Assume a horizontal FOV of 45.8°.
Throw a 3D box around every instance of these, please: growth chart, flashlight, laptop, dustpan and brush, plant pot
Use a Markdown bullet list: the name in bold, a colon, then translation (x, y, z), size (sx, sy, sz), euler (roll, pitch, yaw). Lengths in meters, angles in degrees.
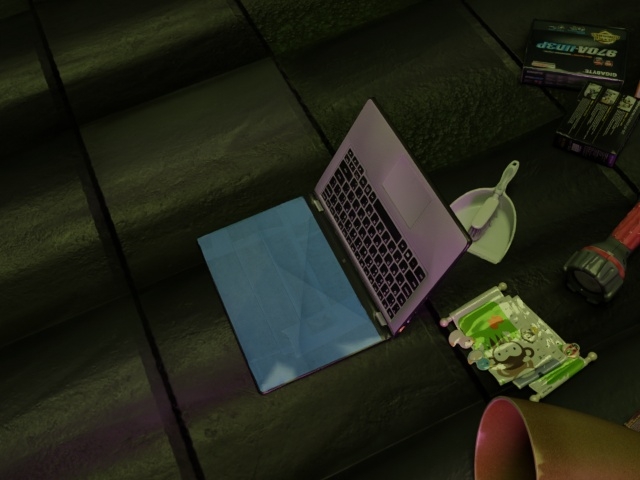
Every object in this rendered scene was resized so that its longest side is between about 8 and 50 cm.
- **growth chart**: translation (0.345, 0.182, 1.354), size (0.172, 0.021, 0.237), euler (-36, 59, -17)
- **flashlight**: translation (0.578, -0.017, 1.410), size (0.304, 0.103, 0.103), euler (-44, 28, -17)
- **laptop**: translation (0.000, 0.000, 1.394), size (0.236, 0.408, 0.382), euler (0, 47, -36)
- **dustpan and brush**: translation (0.340, -0.072, 1.504), size (0.147, 0.060, 0.211), euler (27, 62, 22)
- **plant pot**: translation (0.389, 0.357, 1.123), size (0.254, 0.237, 0.237), euler (4, 55, -8)

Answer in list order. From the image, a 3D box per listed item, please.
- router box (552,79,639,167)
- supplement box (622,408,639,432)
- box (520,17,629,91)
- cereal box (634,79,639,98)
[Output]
- **router box**: translation (0.594, -0.251, 1.611), size (0.133, 0.046, 0.179), euler (26, 62, 21)
- **supplement box**: translation (0.537, 0.318, 1.225), size (0.055, 0.043, 0.083), euler (-35, 60, -17)
- **box**: translation (0.580, -0.421, 1.727), size (0.220, 0.051, 0.175), euler (12, 57, 13)
- **cereal box**: translation (0.811, -0.329, 1.617), size (0.240, 0.047, 0.173), euler (19, 42, 19)
